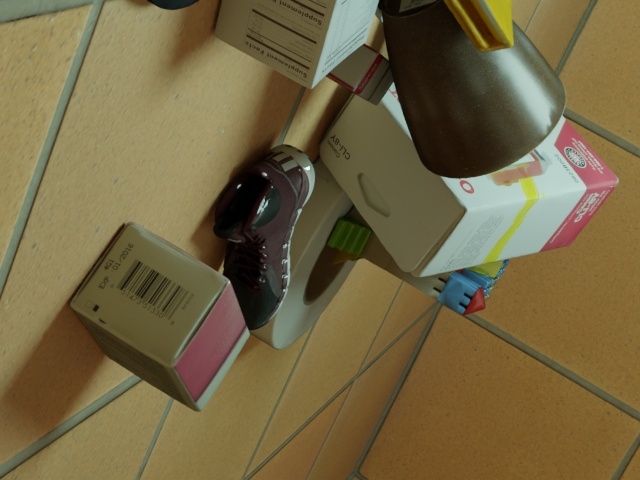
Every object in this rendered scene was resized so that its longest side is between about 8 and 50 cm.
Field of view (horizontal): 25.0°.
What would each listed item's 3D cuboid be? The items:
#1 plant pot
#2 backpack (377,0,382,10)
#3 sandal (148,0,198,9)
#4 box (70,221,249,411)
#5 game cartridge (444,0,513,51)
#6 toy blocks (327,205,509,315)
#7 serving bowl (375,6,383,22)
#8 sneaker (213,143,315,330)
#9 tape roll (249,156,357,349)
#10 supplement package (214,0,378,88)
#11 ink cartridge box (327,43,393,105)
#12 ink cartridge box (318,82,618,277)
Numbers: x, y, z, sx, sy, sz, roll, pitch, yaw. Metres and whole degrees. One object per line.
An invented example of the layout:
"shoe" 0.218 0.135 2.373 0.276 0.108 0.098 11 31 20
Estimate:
"plant pot" 0.176 -0.236 1.870 0.215 0.215 0.230 -53 130 -25
"backpack" 0.195 -0.426 1.961 0.253 0.191 0.225 -60 164 -24
"sandal" -0.139 -0.265 1.344 0.097 0.054 0.254 -61 167 6
"box" -0.187 0.097 1.745 0.127 0.148 0.232 -57 167 -14
"game cartridge" 0.162 -0.421 1.685 0.285 0.052 0.324 38 47 -63
"toy blocks" 0.197 0.012 2.419 0.191 0.261 0.381 -63 167 13
"serving bowl" 0.099 -0.356 2.075 0.083 0.027 0.083 -54 165 -21
"sneaker" -0.108 0.007 1.986 0.162 0.106 0.281 -24 132 -60
"tape roll" 0.000 0.000 2.394 0.392 0.072 0.392 -54 166 -20
"supplement package" -0.006 -0.313 1.554 0.139 0.133 0.244 -45 161 -46
"ink cartridge box" 0.033 -0.238 1.909 0.063 0.109 0.150 -58 167 5
"ink cartridge box" 0.232 -0.115 2.242 0.384 0.279 0.160 -11 146 -43
